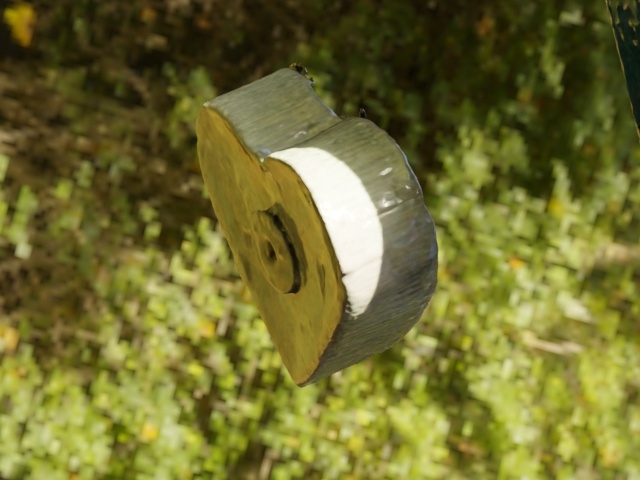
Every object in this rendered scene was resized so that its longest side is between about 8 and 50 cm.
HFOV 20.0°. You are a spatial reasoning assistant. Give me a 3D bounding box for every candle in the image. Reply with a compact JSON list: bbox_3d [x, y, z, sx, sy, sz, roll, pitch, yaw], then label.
[{"bbox_3d":[0.000,0.000,1.005,0.192,0.068,0.168,39,-34,56],"label":"candle"}]

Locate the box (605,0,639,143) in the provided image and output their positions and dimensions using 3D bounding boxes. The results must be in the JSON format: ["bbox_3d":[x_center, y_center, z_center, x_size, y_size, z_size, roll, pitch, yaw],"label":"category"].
[{"bbox_3d":[0.255,-0.173,0.831,0.116,0.261,0.279,175,-99,-72],"label":"box"}]
